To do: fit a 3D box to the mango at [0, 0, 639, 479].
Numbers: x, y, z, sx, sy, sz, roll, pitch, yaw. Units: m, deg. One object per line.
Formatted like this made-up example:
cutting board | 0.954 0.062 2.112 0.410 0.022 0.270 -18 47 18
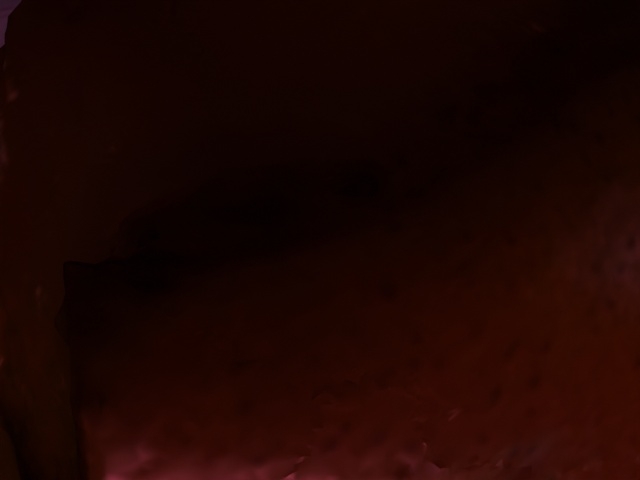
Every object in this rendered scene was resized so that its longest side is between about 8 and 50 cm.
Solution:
mango | 0.049 -0.026 0.505 0.350 0.199 0.201 -25 -151 -34
